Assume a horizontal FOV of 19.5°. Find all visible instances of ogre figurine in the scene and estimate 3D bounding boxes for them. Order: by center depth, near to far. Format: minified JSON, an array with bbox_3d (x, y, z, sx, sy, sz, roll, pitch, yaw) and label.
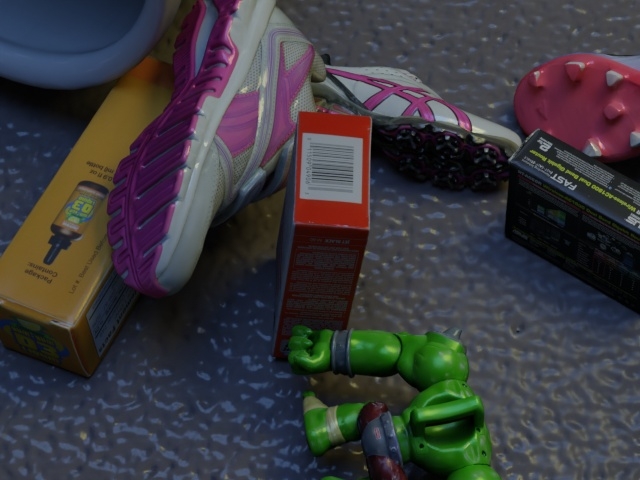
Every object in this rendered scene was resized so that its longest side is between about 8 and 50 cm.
[{"bbox_3d":[0.054,0.136,1.208,0.118,0.097,0.197,-17,45,5],"label":"ogre figurine"}]

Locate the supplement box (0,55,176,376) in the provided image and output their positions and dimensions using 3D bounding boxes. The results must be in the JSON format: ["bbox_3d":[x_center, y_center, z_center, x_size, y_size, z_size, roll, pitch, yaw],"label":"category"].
[{"bbox_3d":[-0.149,-0.021,1.335,0.078,0.080,0.233,20,58,17],"label":"supplement box"}]

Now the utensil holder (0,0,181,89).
[{"bbox_3d":[-0.162,-0.356,1.400,0.327,0.327,0.385,21,51,16],"label":"utensil holder"}]

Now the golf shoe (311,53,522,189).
[{"bbox_3d":[0.065,-0.095,1.378,0.186,0.067,0.086,15,57,13],"label":"golf shoe"}]

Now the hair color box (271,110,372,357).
[{"bbox_3d":[0.000,0.000,1.254,0.053,0.167,0.093,5,57,-5],"label":"hair color box"}]

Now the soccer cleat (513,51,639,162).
[{"bbox_3d":[0.255,-0.106,1.337,0.248,0.083,0.095,-7,6,42],"label":"soccer cleat"}]

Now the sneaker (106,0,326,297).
[{"bbox_3d":[-0.059,-0.064,1.283,0.111,0.103,0.252,34,63,-25],"label":"sneaker"}]

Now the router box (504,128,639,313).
[{"bbox_3d":[0.188,-0.013,1.301,0.122,0.092,0.038,31,63,21],"label":"router box"}]
